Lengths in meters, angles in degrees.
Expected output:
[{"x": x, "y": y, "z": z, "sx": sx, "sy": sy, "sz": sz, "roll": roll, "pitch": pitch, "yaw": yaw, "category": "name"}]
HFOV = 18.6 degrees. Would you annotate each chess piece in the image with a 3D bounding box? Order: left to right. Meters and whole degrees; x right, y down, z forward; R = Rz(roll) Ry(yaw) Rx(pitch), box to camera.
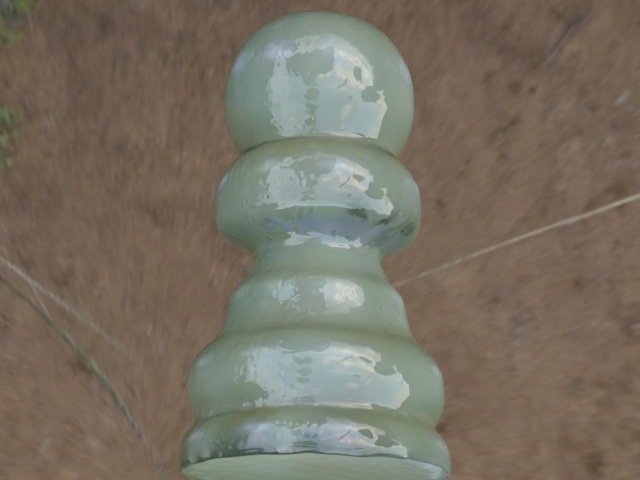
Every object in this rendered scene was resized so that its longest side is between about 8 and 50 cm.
[{"x": 0.000, "y": 0.000, "z": 1.026, "sx": 0.144, "sy": 0.144, "sz": 0.251, "roll": 3, "pitch": 74, "yaw": -5, "category": "chess piece"}]
